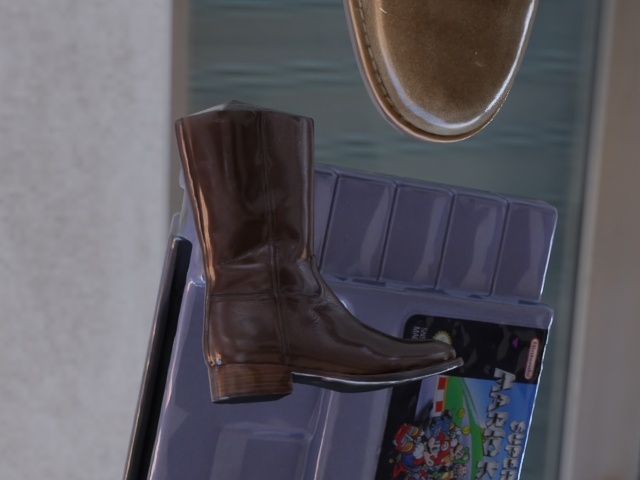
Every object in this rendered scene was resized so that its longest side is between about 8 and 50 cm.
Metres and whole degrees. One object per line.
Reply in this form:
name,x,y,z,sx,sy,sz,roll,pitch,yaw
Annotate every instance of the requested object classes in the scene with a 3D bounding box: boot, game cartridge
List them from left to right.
boot,0.000,0.000,0.714,0.106,0.114,0.037,-2,168,-28
game cartridge,0.003,0.137,1.056,0.230,0.355,0.068,8,-174,-25
boot,0.085,-0.192,0.926,0.112,0.305,0.115,5,-169,-23
